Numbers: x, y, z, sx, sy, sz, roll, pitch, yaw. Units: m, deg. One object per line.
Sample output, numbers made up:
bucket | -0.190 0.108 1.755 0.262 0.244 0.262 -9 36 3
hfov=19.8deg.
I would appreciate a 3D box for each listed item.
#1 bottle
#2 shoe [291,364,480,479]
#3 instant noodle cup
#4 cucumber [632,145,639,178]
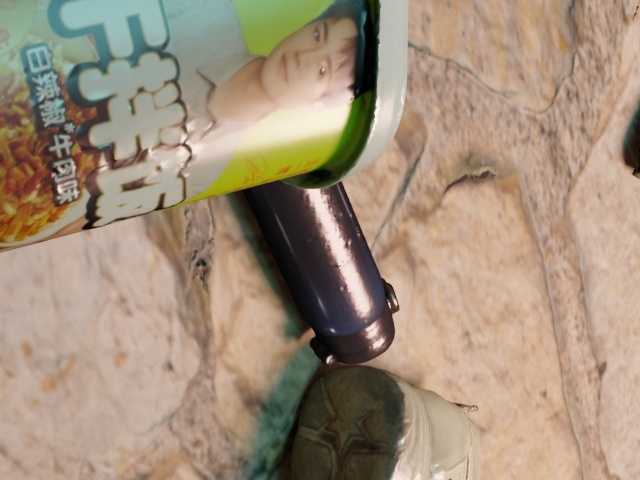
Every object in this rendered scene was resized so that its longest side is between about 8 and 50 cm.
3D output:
bottle | 0.000 0.000 1.406 0.082 0.072 0.244 -33 134 -11
shoe | 0.060 0.282 1.563 0.210 0.132 0.342 12 89 -52
instant noodle cup | -0.149 -0.129 1.035 0.308 0.294 0.294 -21 124 -33
cucumber | 0.385 -0.186 1.771 0.067 0.067 0.293 30 84 -52
